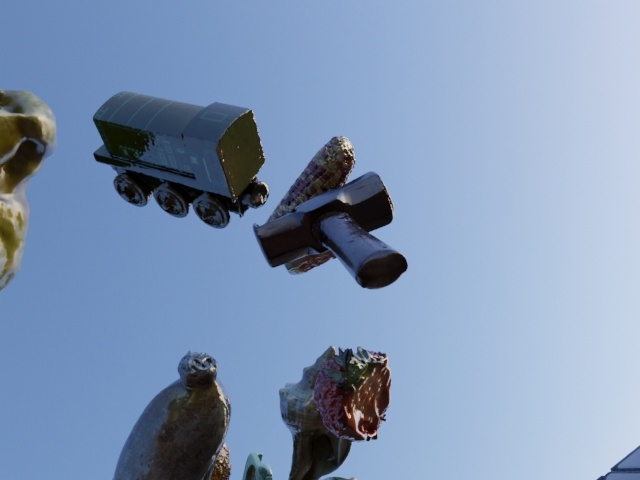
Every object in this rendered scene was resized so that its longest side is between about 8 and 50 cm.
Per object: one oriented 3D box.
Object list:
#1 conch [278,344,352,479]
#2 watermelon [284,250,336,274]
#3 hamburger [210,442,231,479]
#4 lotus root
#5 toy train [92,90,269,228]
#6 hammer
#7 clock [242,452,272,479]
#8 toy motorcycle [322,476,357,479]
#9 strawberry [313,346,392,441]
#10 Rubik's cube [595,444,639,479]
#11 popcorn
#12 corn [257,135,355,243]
[{"bbox_3d":[0.001,0.416,1.495,0.169,0.203,0.386,-46,-34,-55],"label":"conch"},{"bbox_3d":[0.000,0.000,1.696,0.241,0.094,0.154,-16,-80,4],"label":"watermelon"},{"bbox_3d":[-0.316,0.548,1.417,0.294,0.179,0.276,-58,-21,-21],"label":"hamburger"},{"bbox_3d":[-0.250,0.360,1.134,0.175,0.175,0.350,19,-78,-44],"label":"lotus root"},{"bbox_3d":[-0.166,-0.098,0.744,0.090,0.225,0.137,-57,-29,-35],"label":"toy train"},{"bbox_3d":[0.037,0.004,0.982,0.242,0.409,0.095,-24,-73,-5],"label":"hammer"},{"bbox_3d":[-0.142,0.564,1.498,0.041,0.135,0.101,11,-83,-25],"label":"clock"},{"bbox_3d":[0.039,0.331,0.680,0.094,0.129,0.229,-31,-38,-39],"label":"toy motorcycle"},{"bbox_3d":[0.046,0.225,0.959,0.192,0.085,0.141,17,-91,-60],"label":"strawberry"},{"bbox_3d":[0.518,0.452,0.934,0.207,0.205,0.205,-43,-75,10],"label":"Rubik's cube"},{"bbox_3d":[-0.503,-0.048,0.834,0.292,0.293,0.334,9,-90,-9],"label":"popcorn"},{"bbox_3d":[-0.023,-0.081,1.305,0.098,0.098,0.290,25,-74,-45],"label":"corn"}]
